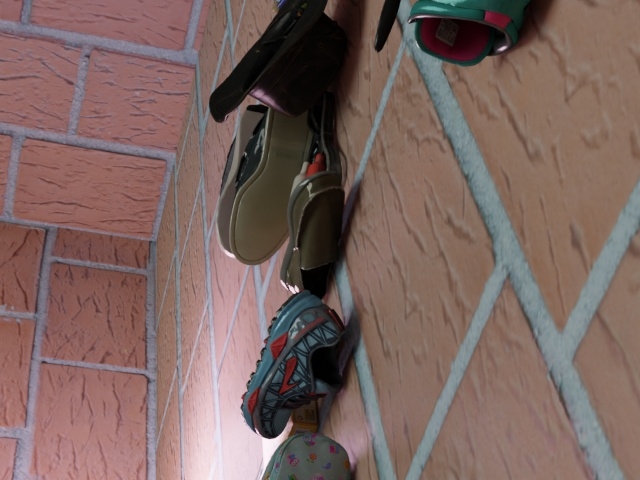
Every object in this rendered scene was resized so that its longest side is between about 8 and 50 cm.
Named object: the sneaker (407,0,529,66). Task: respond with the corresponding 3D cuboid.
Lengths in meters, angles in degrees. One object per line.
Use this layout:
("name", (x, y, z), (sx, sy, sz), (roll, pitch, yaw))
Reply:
("sneaker", (0.158, -0.288, 1.269), (0.295, 0.123, 0.178), (-125, 55, -69))

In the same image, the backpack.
("backpack", (-0.024, 0.358, 1.570), (0.115, 0.152, 0.182), (128, 160, -53))

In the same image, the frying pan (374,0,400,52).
("frying pan", (0.118, -0.391, 1.455), (0.197, 0.053, 0.326), (-7, -65, -77))

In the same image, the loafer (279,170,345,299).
("loafer", (0.000, 0.000, 1.804), (0.087, 0.094, 0.251), (51, 146, 38))

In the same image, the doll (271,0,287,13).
("doll", (-0.051, -0.568, 2.402), (0.129, 0.046, 0.189), (-90, 20, -66))

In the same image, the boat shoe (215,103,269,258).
("boat shoe", (-0.148, -0.101, 2.390), (0.158, 0.127, 0.341), (116, 167, -67))

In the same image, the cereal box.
("cereal box", (-0.057, 0.269, 1.906), (0.240, 0.047, 0.173), (-97, 22, -49))

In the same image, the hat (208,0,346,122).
("hat", (-0.045, -0.308, 1.992), (0.331, 0.134, 0.331), (-43, 22, 22))

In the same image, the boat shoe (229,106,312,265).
("boat shoe", (-0.096, -0.122, 2.142), (0.113, 0.127, 0.340), (-157, 78, -77))

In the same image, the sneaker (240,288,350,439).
("sneaker", (-0.033, 0.207, 1.691), (0.104, 0.125, 0.262), (-29, -36, -51))

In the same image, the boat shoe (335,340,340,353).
("boat shoe", (0.004, 0.168, 1.748), (0.046, 0.038, 0.125), (34, 131, 28))

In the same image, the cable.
("cable", (-0.009, -0.158, 1.932), (0.139, 0.072, 0.287), (127, 149, -55))
